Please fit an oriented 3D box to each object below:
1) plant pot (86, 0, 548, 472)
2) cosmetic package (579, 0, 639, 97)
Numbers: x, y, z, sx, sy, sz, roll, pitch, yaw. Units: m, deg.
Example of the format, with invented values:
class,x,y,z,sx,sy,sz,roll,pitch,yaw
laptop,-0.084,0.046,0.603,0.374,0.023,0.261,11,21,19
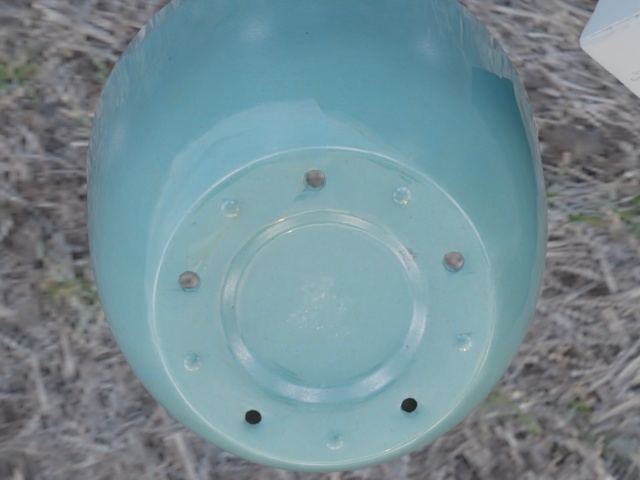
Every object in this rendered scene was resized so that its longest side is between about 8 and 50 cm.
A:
class,x,y,z,sx,sy,sz,roll,pitch,yaw
plant pot,0.000,0.000,1.039,0.293,0.235,0.293,-1,110,-2
cosmetic package,0.395,-0.122,1.312,0.365,0.155,0.197,39,63,-18
